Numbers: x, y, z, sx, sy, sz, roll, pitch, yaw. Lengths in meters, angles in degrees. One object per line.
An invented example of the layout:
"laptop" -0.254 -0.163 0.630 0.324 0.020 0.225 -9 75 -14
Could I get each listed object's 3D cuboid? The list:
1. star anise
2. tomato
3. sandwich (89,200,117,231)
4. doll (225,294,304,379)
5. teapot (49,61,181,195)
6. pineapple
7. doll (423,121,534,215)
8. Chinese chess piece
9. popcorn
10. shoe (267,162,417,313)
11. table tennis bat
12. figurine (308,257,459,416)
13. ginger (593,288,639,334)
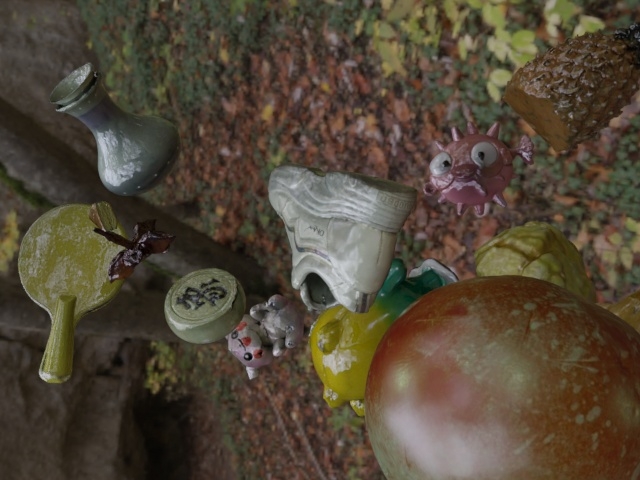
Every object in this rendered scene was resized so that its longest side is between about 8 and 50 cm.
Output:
"star anise" -0.372 -0.004 1.477 0.158 0.144 0.140 -54 27 -14
"tomato" 0.169 0.169 0.709 0.270 0.270 0.222 114 171 -51
"sandwich" -0.375 -0.047 1.342 0.083 0.031 0.044 29 124 45
"doll" -0.125 0.200 1.688 0.149 0.192 0.095 59 -167 7
"teapot" -0.397 -0.213 1.513 0.183 0.251 0.183 -24 39 21
"pineapple" 0.549 -0.335 1.505 0.362 0.202 0.202 -36 20 2
"doll" 0.355 -0.163 1.759 0.093 0.262 0.211 -31 -75 -82
"Chinese chess piece" -0.203 0.113 1.373 0.144 0.144 0.058 -97 -5 -47
"popcorn" 0.488 0.125 1.708 0.293 0.292 0.334 23 130 64
"shoe" 0.000 0.000 1.165 0.342 0.132 0.210 17 93 61
"table tennis bat" -0.502 0.101 1.570 0.054 0.224 0.368 91 -177 -76
"figurine" 0.134 0.193 1.602 0.231 0.340 0.323 27 137 46
"ginger" 0.594 0.100 1.348 0.065 0.299 0.118 51 -165 -41
